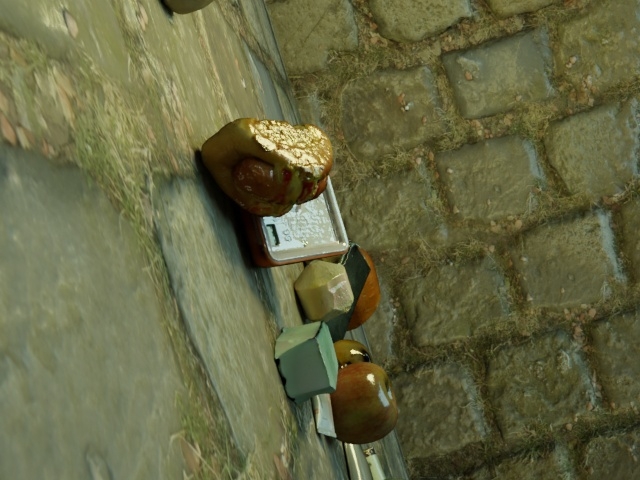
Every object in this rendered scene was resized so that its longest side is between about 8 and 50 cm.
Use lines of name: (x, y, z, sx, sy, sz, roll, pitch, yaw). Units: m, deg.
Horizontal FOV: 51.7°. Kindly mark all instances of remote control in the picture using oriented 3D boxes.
remote control: (0.099, 0.569, 1.732, 0.109, 0.055, 0.312, 67, 8, -48)

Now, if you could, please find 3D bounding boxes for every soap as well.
soap: (-0.022, 0.243, 1.347, 0.230, 0.091, 0.145, -72, 144, -82)

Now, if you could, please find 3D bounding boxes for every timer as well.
timer: (-0.087, -0.072, 1.339, 0.250, 0.161, 0.257, -1, 74, -65)

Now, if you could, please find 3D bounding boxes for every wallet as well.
wallet: (0.061, 0.168, 1.914, 0.172, 0.045, 0.317, 59, 45, -50)

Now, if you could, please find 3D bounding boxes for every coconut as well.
coconut: (0.005, 0.123, 1.714, 0.147, 0.147, 0.152, -88, 163, -72)

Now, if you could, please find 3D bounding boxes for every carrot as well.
carrot: (0.096, 0.119, 2.249, 0.193, 0.214, 0.331, 34, -29, 61)

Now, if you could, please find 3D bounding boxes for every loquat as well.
loquat: (0.076, 0.340, 1.775, 0.163, 0.137, 0.163, 55, 1, -2)

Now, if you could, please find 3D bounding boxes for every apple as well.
apple: (0.088, 0.387, 1.565, 0.188, 0.174, 0.188, -20, 90, -82)

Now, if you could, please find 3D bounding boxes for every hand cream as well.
hand cream: (0.000, 0.341, 1.500, 0.038, 0.053, 0.216, 116, -27, -46)

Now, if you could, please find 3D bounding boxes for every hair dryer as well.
hair dryer: (0.181, 0.733, 1.830, 0.203, 0.128, 0.361, 60, 6, -64)

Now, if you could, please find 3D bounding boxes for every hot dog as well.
hot dog: (-0.078, -0.126, 1.189, 0.257, 0.150, 0.153, -5, 67, -50)

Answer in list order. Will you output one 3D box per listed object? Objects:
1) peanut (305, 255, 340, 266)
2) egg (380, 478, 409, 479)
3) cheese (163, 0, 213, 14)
peanut: (0.000, 0.000, 2.045, 0.149, 0.149, 0.313, 58, 15, -70)
egg: (0.170, 0.626, 1.251, 0.258, 0.259, 0.351, -77, 148, -79)
cheese: (-0.257, -0.533, 1.214, 0.235, 0.117, 0.217, -77, 152, -72)
